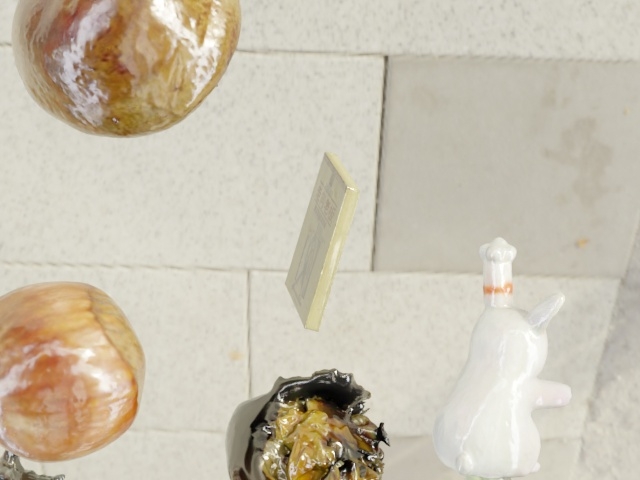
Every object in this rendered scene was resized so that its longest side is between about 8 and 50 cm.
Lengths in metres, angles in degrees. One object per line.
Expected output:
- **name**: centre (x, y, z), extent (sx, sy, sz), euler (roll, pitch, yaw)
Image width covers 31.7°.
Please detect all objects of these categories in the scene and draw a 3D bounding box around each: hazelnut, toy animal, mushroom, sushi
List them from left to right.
- **toy animal**: centre (-0.510, 0.414, 1.864), extent (0.085, 0.148, 0.232), euler (18, 98, -41)
- **hazelnut**: centre (-0.301, 0.148, 1.270), extent (0.214, 0.214, 0.176), euler (13, 136, -11)
- **mushroom**: centre (-0.232, -0.250, 1.286), extent (0.263, 0.283, 0.195), euler (-43, 124, 7)
- **sushi**: centre (-0.016, 0.289, 1.484), extent (0.200, 0.204, 0.213), euler (-29, 144, 24)
- **toy animal**: centre (0.228, 0.151, 1.367), extent (0.141, 0.282, 0.138), euler (15, 173, 32)

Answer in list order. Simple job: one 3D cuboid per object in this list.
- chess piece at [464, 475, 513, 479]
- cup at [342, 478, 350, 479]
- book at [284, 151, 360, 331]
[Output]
- **chess piece**: centre (0.148, 0.434, 1.528), extent (0.298, 0.175, 0.175), euler (-28, 125, 9)
- **cup**: centre (0.076, 0.325, 1.117), extent (0.148, 0.236, 0.134), euler (-15, 100, -21)
- **book**: centre (0.000, 0.000, 1.685), extent (0.026, 0.161, 0.230), euler (10, 111, -18)
